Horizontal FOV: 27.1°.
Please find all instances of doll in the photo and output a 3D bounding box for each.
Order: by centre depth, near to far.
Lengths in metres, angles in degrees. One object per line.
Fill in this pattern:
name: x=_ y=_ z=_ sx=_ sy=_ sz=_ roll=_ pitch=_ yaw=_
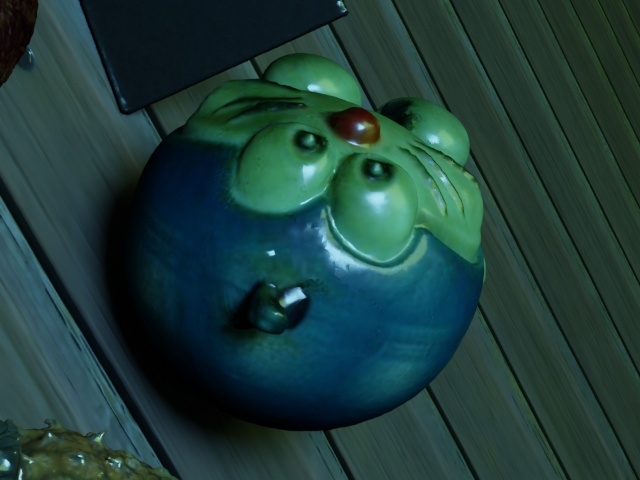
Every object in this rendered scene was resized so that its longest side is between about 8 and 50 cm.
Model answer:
doll: x=-0.001 y=0.000 z=0.772 sx=0.198 sy=0.186 sz=0.322 roll=23 pitch=15 yaw=7

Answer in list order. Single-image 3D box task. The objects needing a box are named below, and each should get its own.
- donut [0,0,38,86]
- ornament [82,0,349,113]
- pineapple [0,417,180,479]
donut: x=-0.204 y=-0.152 z=0.628 sx=0.217 sy=0.085 sz=0.141 roll=59 pitch=28 yaw=-11
ornament: x=-0.053 y=-0.181 z=0.891 sx=0.196 sy=0.166 sz=0.153 roll=-11 pitch=79 yaw=-78
pineapple: x=-0.138 y=0.109 z=0.544 sx=0.197 sy=0.108 sz=0.108 roll=35 pitch=39 yaw=-26
